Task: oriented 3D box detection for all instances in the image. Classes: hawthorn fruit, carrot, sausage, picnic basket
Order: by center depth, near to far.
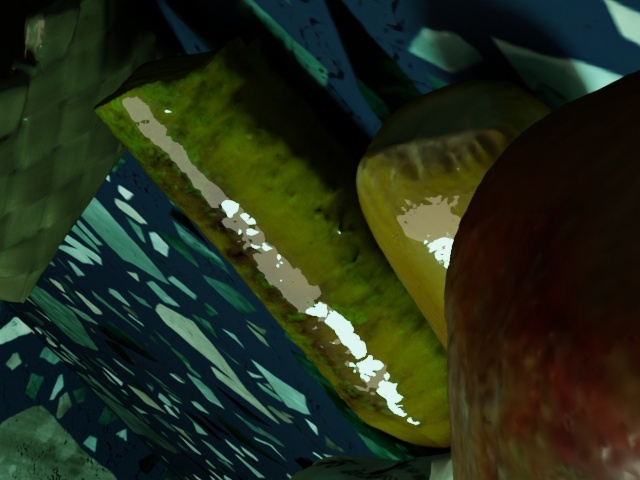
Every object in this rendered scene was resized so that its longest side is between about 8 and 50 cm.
[{"bbox_3d":[0.143,0.039,0.405,0.224,0.224,0.261,38,177,5],"label":"hawthorn fruit"},{"bbox_3d":[0.107,0.030,0.696,0.105,0.105,0.274,24,158,43],"label":"sausage"},{"bbox_3d":[-0.274,-0.136,0.825,0.291,0.254,0.321,30,174,27],"label":"picnic basket"},{"bbox_3d":[0.000,0.000,0.847,0.302,0.114,0.114,50,161,-19],"label":"carrot"}]

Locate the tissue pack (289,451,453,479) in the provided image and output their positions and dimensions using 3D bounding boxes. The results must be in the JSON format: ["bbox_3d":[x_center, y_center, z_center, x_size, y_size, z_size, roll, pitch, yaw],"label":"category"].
[{"bbox_3d":[0.156,0.276,0.949,0.390,0.195,0.375,42,160,-10],"label":"tissue pack"}]
